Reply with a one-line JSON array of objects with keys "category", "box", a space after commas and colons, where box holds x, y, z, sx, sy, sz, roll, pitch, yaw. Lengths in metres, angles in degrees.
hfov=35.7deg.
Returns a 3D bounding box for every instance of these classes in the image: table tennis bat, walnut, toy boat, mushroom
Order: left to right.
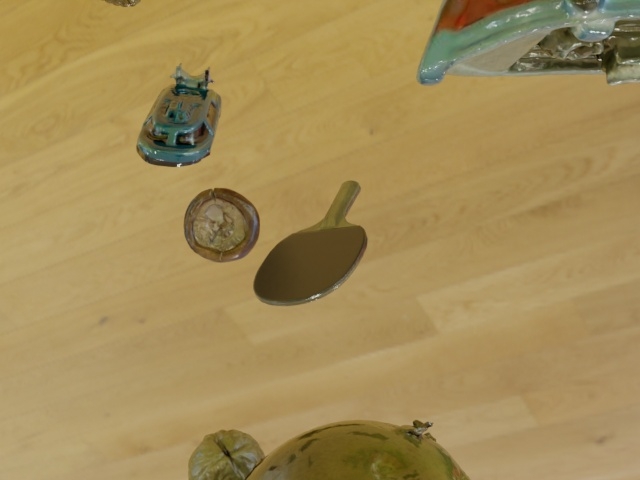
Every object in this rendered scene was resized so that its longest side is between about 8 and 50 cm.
[{"category": "toy boat", "box": [-0.252, -0.232, 1.781, 0.134, 0.299, 0.092, 5, 119, -2]}, {"category": "mushroom", "box": [-0.154, -0.023, 1.551, 0.123, 0.123, 0.052, -1, 177, 8]}, {"category": "walnut", "box": [-0.097, 0.240, 1.037, 0.092, 0.092, 0.092, 3, 134, 4]}, {"category": "table tennis bat", "box": [0.000, 0.000, 1.243, 0.138, 0.246, 0.022, -5, 124, 27]}, {"category": "toy boat", "box": [0.117, -0.065, 0.332, 0.172, 0.059, 0.069, 2, 173, -8]}]

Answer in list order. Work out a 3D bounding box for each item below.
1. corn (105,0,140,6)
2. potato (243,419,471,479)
[{"category": "corn", "box": [-0.383, -0.450, 1.510, 0.321, 0.119, 0.119, 21, 133, -24]}, {"category": "potato", "box": [-0.006, 0.314, 0.855, 0.359, 0.270, 0.219, -42, 123, 14]}]
